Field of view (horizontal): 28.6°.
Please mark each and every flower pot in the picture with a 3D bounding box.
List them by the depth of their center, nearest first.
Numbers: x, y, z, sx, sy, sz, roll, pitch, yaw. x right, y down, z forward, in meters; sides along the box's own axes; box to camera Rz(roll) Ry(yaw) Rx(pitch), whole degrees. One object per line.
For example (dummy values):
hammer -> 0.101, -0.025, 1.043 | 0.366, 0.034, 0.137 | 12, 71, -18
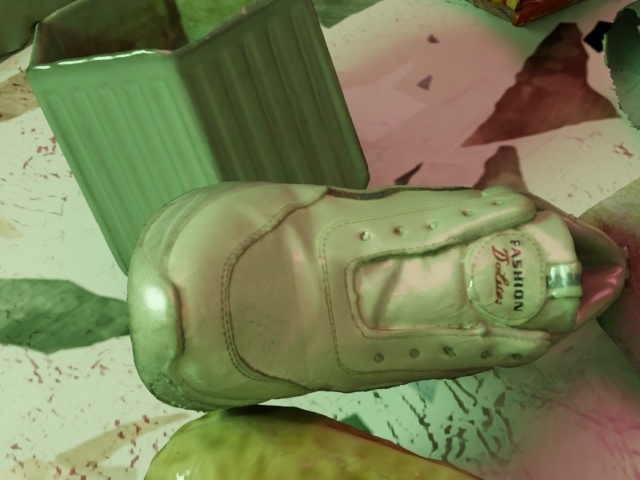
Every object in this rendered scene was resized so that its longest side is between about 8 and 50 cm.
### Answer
flower pot -> -0.090, -0.106, 0.967 | 0.239, 0.190, 0.209 | -35, 33, -25

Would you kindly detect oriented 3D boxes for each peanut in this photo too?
peanut -> 0.035, 0.191, 0.705 | 0.325, 0.140, 0.153 | 26, 64, 28

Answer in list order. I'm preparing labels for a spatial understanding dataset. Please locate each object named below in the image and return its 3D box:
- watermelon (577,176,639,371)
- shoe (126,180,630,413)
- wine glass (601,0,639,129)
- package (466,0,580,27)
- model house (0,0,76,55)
watermelon -> 0.370, 0.024, 0.785 | 0.222, 0.319, 0.292 | -5, 60, -45
shoe -> 0.051, 0.021, 0.744 | 0.210, 0.132, 0.342 | -6, -2, 36
wine glass -> 0.362, -0.161, 1.017 | 0.241, 0.126, 0.126 | -13, 44, -6
package -> 0.190, -0.292, 1.202 | 0.223, 0.108, 0.288 | -32, 40, -14
model house -> -0.395, -0.333, 1.259 | 0.284, 0.243, 0.298 | 25, 43, 36
